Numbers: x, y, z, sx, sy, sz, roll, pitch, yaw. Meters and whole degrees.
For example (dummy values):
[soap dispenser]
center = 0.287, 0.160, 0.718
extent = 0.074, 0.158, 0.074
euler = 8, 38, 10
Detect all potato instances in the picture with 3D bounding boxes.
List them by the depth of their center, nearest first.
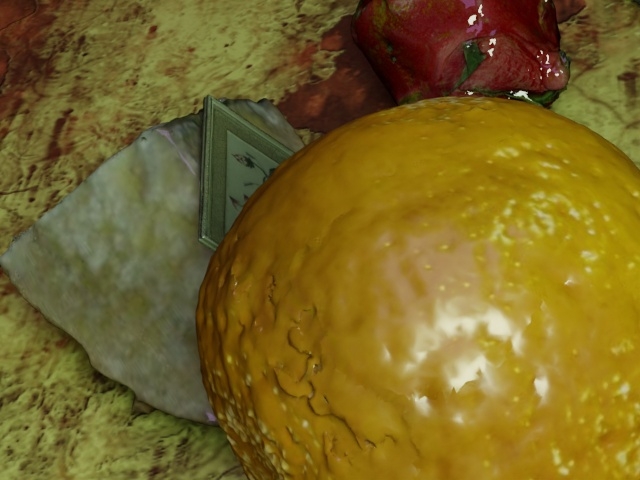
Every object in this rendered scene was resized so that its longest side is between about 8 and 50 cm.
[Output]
[potato]
center = -0.082, 0.041, 1.203
extent = 0.211, 0.189, 0.264
euler = -42, 74, 23

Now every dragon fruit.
[dragon fruit]
center = 0.131, -0.192, 1.356
extent = 0.200, 0.198, 0.269
euler = 28, 18, -1

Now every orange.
[orange]
center = 0.093, 0.077, 0.906
extent = 0.293, 0.341, 0.340
euler = -29, 42, -15

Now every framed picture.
[framed picture]
center = 0.000, 0.000, 1.140
extent = 0.010, 0.231, 0.173
euler = -41, 32, 28

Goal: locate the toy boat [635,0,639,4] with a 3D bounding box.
[toy boat]
center = 0.332, -0.244, 1.396
extent = 0.078, 0.085, 0.260
euler = -25, 41, -12
